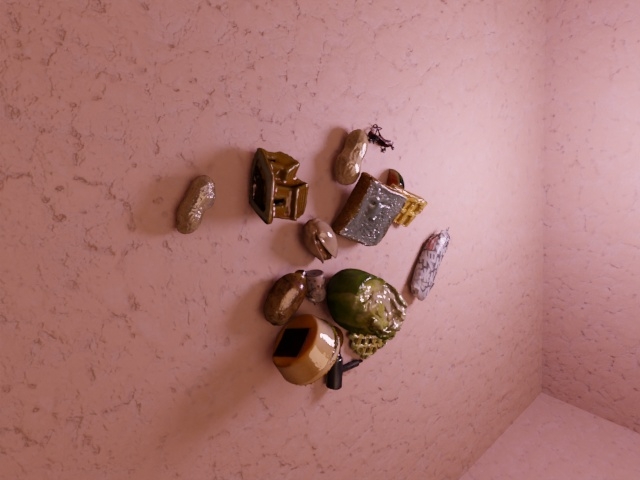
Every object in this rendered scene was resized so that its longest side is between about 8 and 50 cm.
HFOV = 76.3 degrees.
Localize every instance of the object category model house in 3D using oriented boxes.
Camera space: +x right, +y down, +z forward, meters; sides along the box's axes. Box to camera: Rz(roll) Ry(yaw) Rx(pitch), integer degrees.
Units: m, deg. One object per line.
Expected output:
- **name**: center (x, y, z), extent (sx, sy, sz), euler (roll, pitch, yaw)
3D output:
- **model house**: center (-0.137, -0.202, 1.548), extent (0.239, 0.173, 0.268), euler (1, 101, -37)

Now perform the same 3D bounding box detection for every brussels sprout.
- **brussels sprout**: center (0.195, 0.276, 1.818), extent (0.371, 0.314, 0.276), euler (29, 69, -23)

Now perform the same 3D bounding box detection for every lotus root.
- **lotus root**: center (-0.135, 0.225, 1.660), extent (0.260, 0.128, 0.145), euler (-55, 140, -10)

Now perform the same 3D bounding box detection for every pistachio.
- **pistachio**: center (0.000, 0.000, 1.724), extent (0.144, 0.143, 0.215), euler (-45, 131, -23)

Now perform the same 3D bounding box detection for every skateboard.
- **skateboard**: center (0.282, -0.479, 1.902), extent (0.151, 0.067, 0.080), euler (25, 74, -34)

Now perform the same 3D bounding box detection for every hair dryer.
- **hair dryer**: center (0.126, 0.591, 1.983), extent (0.248, 0.077, 0.196), euler (-4, 101, -47)

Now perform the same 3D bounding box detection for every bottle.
- **bottle**: center (-0.022, 0.211, 1.769), extent (0.098, 0.099, 0.152), euler (-18, 113, -35)

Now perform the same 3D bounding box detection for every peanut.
- **peanut**: center (0.134, -0.365, 1.766), extent (0.123, 0.123, 0.257), euler (21, 86, -39)
- **peanut**: center (-0.426, -0.121, 1.393), extent (0.214, 0.090, 0.098), euler (-63, 157, -9)

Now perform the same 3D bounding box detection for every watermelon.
- **watermelon**: center (0.365, -0.273, 2.004), extent (0.094, 0.125, 0.135), euler (-28, 139, 0)

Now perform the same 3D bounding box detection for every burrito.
- **burrito**: center (0.604, 0.113, 2.237), extent (0.139, 0.101, 0.446), euler (28, 83, -33)

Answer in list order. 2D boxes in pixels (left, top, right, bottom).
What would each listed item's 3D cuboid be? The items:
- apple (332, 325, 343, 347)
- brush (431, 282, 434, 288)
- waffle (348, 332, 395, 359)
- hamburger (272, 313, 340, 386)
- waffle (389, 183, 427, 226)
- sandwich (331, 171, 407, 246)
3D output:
- **apple**: center (0.052, 0.446, 1.860), extent (0.101, 0.099, 0.114), euler (13, 65, -15)
- **brush**: center (0.629, 0.276, 2.339), extent (0.013, 0.016, 0.084), euler (44, 71, -21)
- **waffle**: center (0.269, 0.437, 2.050), extent (0.317, 0.073, 0.297), euler (-39, 120, -26)
- **hamburger**: center (-0.052, 0.444, 1.664), extent (0.176, 0.300, 0.300), euler (48, 69, -27)
- **waffle**: center (0.386, -0.170, 1.992), extent (0.274, 0.057, 0.168), euler (17, 120, -38)
- **sandwich**: center (0.223, -0.122, 1.828), extent (0.271, 0.099, 0.301), euler (20, 109, -33)
